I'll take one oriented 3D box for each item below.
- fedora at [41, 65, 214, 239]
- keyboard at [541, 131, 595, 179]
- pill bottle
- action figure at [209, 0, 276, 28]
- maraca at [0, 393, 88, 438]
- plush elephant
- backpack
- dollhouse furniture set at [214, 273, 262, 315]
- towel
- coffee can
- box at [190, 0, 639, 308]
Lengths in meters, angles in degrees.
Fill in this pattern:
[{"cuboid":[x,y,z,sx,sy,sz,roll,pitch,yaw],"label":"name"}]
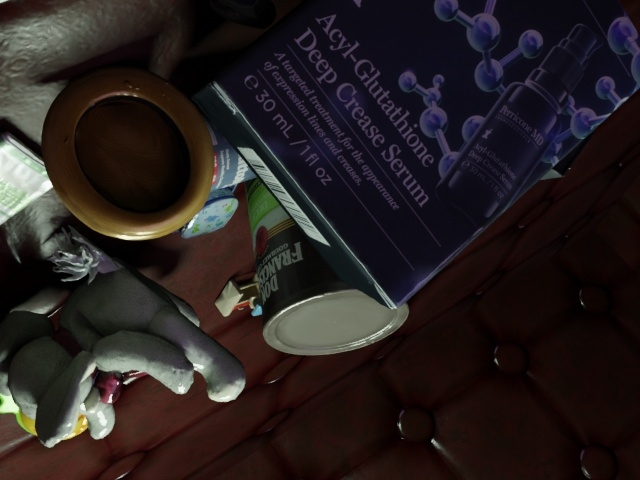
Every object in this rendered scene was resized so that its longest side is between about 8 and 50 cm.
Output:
[{"cuboid":[-0.216,-0.095,0.839,0.194,0.194,0.079,-29,-166,-21],"label":"fedora"},{"cuboid":[0.230,-0.083,0.882,0.108,0.023,0.180,-44,-165,-19],"label":"keyboard"},{"cuboid":[-0.115,-0.126,0.962,0.180,0.108,0.108,-22,154,-36],"label":"pill bottle"},{"cuboid":[-0.090,-0.282,0.668,0.185,0.099,0.285,-54,166,2],"label":"action figure"},{"cuboid":[-0.454,0.270,1.256,0.127,0.099,0.186,-47,134,-3],"label":"maraca"},{"cuboid":[-0.313,0.168,1.054,0.255,0.272,0.330,-50,130,-5],"label":"plush elephant"},{"cuboid":[-0.165,-0.064,1.042,0.105,0.084,0.114,-17,148,-47],"label":"backpack"},{"cuboid":[-0.105,0.147,1.498,0.183,0.129,0.129,-15,149,-47],"label":"dollhouse furniture set"},{"cuboid":[-0.375,-0.053,0.827,0.152,0.023,0.113,-35,156,0],"label":"towel"},{"cuboid":[0.000,0.000,1.087,0.201,0.276,0.202,-8,149,-5],"label":"coffee can"},{"cuboid":[0.106,-0.174,0.831,0.395,0.294,0.212,-42,-164,-7],"label":"box"}]
